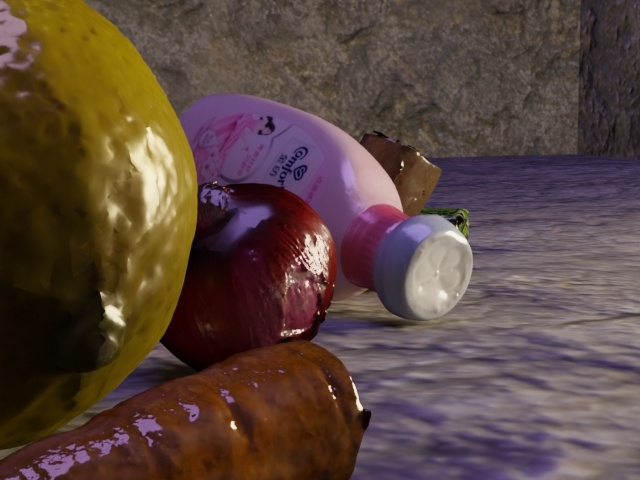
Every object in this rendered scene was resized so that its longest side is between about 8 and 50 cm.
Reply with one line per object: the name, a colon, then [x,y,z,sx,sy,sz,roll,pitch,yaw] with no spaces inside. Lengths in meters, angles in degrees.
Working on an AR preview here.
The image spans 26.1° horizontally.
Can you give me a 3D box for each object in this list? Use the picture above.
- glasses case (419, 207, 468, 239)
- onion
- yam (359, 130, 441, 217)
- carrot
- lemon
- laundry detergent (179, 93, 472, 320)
glasses case: [0.000,0.000,1.309,0.272,0.062,0.095,2,7,13]
onion: [-0.052,0.022,0.854,0.131,0.131,0.131,0,7,0]
yam: [0.048,-0.025,1.201,0.084,0.127,0.084,23,2,-1]
carrot: [-0.074,0.093,0.531,0.205,0.072,0.072,-15,15,-43]
lemon: [-0.201,-0.026,0.681,0.320,0.245,0.245,31,25,34]
laundry detergent: [-0.015,-0.022,1.139,0.087,0.159,0.335,18,6,-42]
